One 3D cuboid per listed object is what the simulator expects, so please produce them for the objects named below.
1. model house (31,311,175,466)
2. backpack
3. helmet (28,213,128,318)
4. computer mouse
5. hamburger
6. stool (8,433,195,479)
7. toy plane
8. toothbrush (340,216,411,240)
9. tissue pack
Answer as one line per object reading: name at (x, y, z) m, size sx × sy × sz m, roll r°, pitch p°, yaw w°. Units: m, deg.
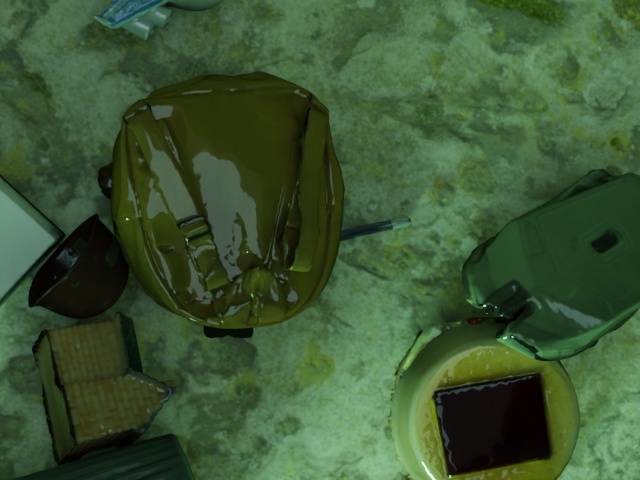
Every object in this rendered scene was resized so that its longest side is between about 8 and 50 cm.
model house at (-0.306, 0.208, 1.655) m, size 0.172 × 0.166 × 0.182 m, roll -11°, pitch 75°, yaw -24°
backpack at (-0.141, -0.053, 1.649) m, size 0.354 × 0.201 × 0.377 m, roll 1°, pitch 81°, yaw -10°
helmet at (-0.333, 0.056, 1.646) m, size 0.106 × 0.175 × 0.155 m, roll 41°, pitch 109°, yaw -16°
computer mouse at (0.390, 0.044, 1.733) m, size 0.429 × 0.145 × 0.228 m, roll -26°, pitch 68°, yaw -31°
hamburger at (0.246, 0.258, 1.722) m, size 0.302 × 0.170 × 0.301 m, roll 0°, pitch 92°, yaw -6°
stool at (-0.315, 0.434, 1.576) m, size 0.330 × 0.297 × 0.297 m, roll -20°, pitch 92°, yaw -12°
toy plane at (-0.254, -0.427, 1.688) m, size 0.267 × 0.122 × 0.266 m, roll 0°, pitch 90°, yaw -11°
toothbrush at (0.000, 0.000, 1.764) m, size 0.288 × 0.024 × 0.026 m, roll -13°, pitch 76°, yaw -8°
tissue pack at (-0.491, 0.036, 1.621) m, size 0.136 × 0.159 × 0.246 m, roll 42°, pitch 82°, yaw -7°
